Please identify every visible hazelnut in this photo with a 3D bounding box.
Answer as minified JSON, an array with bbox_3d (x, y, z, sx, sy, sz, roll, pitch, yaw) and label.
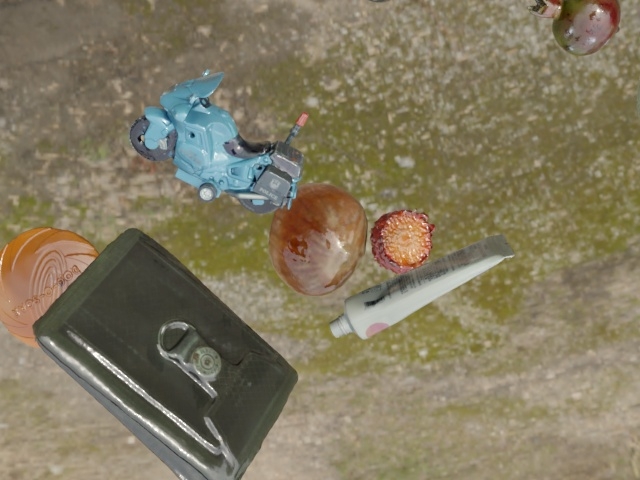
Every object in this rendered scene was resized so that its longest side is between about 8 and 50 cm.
[{"bbox_3d":[0.000,0.000,1.639,0.176,0.214,0.214,-1,151,-31],"label":"hazelnut"}]

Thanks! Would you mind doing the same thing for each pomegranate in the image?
[{"bbox_3d":[0.452,-0.402,1.585,0.159,0.129,0.129,37,131,-21],"label":"pomegranate"}]

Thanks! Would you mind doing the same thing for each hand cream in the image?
[{"bbox_3d":[0.170,0.083,1.558,0.340,0.124,0.078,-26,104,9],"label":"hand cream"}]

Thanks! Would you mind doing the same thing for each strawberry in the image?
[{"bbox_3d":[0.169,0.001,1.923,0.145,0.145,0.086,3,169,-19],"label":"strawberry"}]

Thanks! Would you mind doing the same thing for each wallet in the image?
[{"bbox_3d":[-0.143,0.115,0.884,0.245,0.168,0.052,45,145,-12],"label":"wallet"}]

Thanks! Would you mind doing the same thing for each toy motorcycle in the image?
[{"bbox_3d":[-0.143,-0.150,1.366,0.272,0.124,0.182,27,121,-10],"label":"toy motorcycle"}]

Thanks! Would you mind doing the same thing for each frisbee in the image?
[{"bbox_3d":[-0.411,0.076,1.368,0.192,0.192,0.035,-12,-173,6],"label":"frisbee"}]

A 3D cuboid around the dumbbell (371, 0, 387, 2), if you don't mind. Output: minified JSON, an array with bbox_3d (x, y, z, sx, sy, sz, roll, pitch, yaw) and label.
[{"bbox_3d":[0.147,-0.554,1.510,0.185,0.185,0.388,15,144,-34],"label":"dumbbell"}]

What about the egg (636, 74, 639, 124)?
[{"bbox_3d":[0.487,-0.173,0.852,0.276,0.276,0.389,16,153,-36],"label":"egg"}]
